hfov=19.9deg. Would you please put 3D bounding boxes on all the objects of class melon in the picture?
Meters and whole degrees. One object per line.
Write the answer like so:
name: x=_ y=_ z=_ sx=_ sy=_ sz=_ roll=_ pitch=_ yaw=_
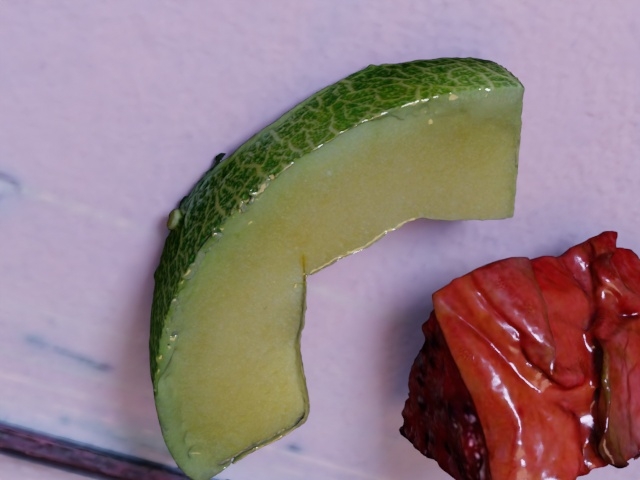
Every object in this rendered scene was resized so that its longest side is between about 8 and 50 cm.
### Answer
melon: x=0.000 y=0.000 z=0.765 sx=0.209 sy=0.064 sz=0.118 roll=-34 pitch=125 yaw=5

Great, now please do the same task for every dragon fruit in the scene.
dragon fruit: x=0.133 y=0.066 z=0.818 sx=0.192 sy=0.092 sz=0.122 roll=-13 pitch=145 yaw=-32
